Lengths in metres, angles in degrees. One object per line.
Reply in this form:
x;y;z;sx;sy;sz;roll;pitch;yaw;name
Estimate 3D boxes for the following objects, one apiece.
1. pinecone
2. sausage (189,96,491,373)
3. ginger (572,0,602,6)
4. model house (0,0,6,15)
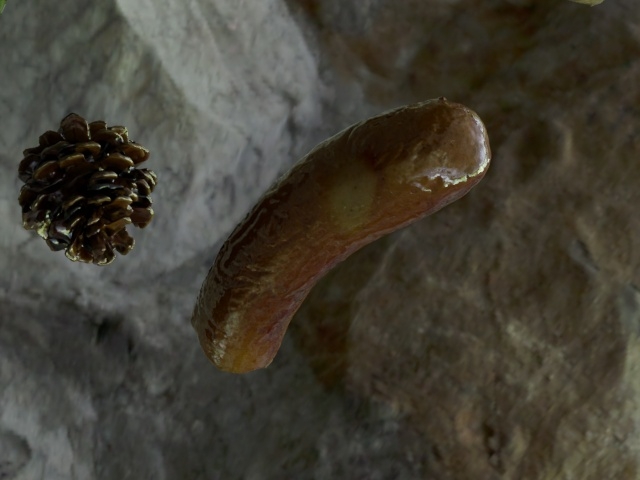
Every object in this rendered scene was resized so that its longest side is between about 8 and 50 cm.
-0.257;-0.048;1.338;0.173;0.173;0.174;10;-129;-12;pinecone
-0.003;-0.003;0.877;0.103;0.302;0.076;25;-140;-27;sausage
0.129;-0.284;0.756;0.176;0.375;0.256;19;-98;40;ginger
-0.304;-0.170;0.430;0.321;0.266;0.261;-11;-128;18;model house
